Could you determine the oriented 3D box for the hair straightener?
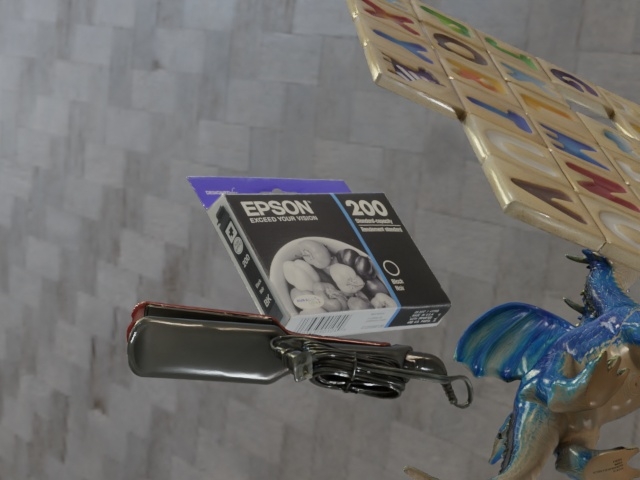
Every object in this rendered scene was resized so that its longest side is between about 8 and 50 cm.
[{"bbox_3d":[-0.009,0.084,0.687,0.089,0.230,0.047,-126,49,-77],"label":"hair straightener"}]

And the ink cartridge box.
[{"bbox_3d":[0.000,0.000,1.051,0.045,0.206,0.208,-56,52,35],"label":"ink cartridge box"}]

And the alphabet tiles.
[{"bbox_3d":[0.107,-0.049,0.487,0.009,0.198,0.237,-61,18,24],"label":"alphabet tiles"}]

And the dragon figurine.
[{"bbox_3d":[0.136,0.084,0.640,0.144,0.289,0.085,3,118,56],"label":"dragon figurine"}]
